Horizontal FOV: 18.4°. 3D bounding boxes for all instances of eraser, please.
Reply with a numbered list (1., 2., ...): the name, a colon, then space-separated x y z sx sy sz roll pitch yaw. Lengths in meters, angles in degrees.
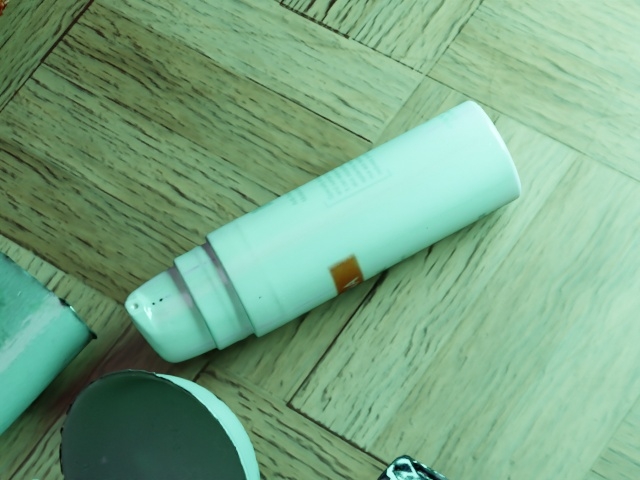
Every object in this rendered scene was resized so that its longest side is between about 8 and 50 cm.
1. eraser: -0.330 0.114 1.702 0.174 0.081 0.227 35 73 30

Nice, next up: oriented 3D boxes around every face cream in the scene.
1. face cream: 0.000 0.000 1.688 0.345 0.102 0.102 -28 60 -4

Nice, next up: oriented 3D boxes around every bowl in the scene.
1. bowl: -0.113 0.180 1.603 0.189 0.189 0.086 25 28 22

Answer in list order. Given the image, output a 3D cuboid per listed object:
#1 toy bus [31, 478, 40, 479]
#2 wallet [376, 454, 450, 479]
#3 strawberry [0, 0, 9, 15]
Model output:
1. toy bus: -0.133 0.296 1.483 0.275 0.167 0.138 14 57 37
2. wallet: 0.080 0.325 1.519 0.221 0.071 0.262 31 78 21
3. strawberry: -0.390 -0.293 1.858 0.257 0.257 0.277 12 35 17
